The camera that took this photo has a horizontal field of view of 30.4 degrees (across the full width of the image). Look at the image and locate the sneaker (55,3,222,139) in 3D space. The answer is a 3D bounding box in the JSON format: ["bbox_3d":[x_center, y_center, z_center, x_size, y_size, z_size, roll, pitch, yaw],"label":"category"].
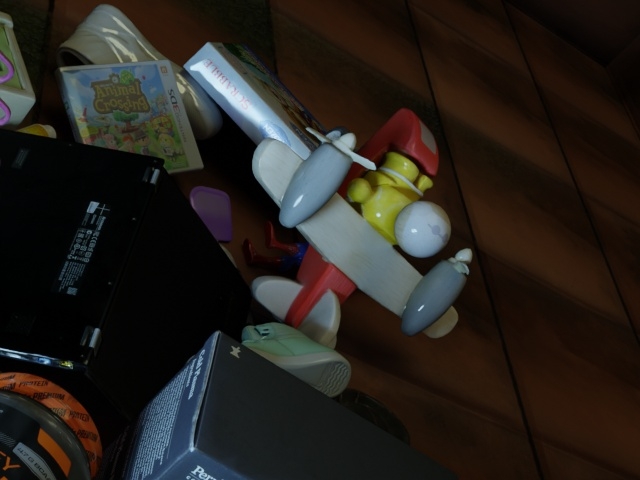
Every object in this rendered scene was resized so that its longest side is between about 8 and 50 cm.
[{"bbox_3d":[-0.309,-0.242,1.958,0.292,0.108,0.169,42,44,-10],"label":"sneaker"}]

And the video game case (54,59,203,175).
[{"bbox_3d":[-0.299,-0.189,1.857,0.212,0.023,0.193,-13,82,-43],"label":"video game case"}]

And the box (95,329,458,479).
[{"bbox_3d":[-0.075,0.323,1.291,0.343,0.312,0.179,33,32,-18],"label":"box"}]

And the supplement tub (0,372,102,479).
[{"bbox_3d":[-0.352,0.280,1.116,0.207,0.207,0.338,41,29,-5],"label":"supplement tub"}]

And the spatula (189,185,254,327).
[{"bbox_3d":[-0.148,0.033,1.852,0.084,0.030,0.296,15,41,-39],"label":"spatula"}]

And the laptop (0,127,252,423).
[{"bbox_3d":[-0.310,0.085,1.553,0.408,0.236,0.382,11,43,0],"label":"laptop"}]

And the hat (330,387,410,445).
[{"bbox_3d":[0.050,0.305,1.647,0.331,0.134,0.331,31,31,-22],"label":"hat"}]

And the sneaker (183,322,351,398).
[{"bbox_3d":[-0.101,0.170,1.612,0.256,0.094,0.151,4,15,-37],"label":"sneaker"}]

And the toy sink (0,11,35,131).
[{"bbox_3d":[-0.521,-0.259,1.671,0.153,0.131,0.234,13,41,-43],"label":"toy sink"}]

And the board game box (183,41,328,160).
[{"bbox_3d":[-0.080,-0.220,2.115,0.318,0.066,0.318,47,12,-2],"label":"board game box"}]

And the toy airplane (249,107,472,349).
[{"bbox_3d":[0.074,0.001,1.815,0.386,0.272,0.384,-15,101,-44],"label":"toy airplane"}]

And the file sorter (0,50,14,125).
[{"bbox_3d":[-0.474,-0.111,1.323,0.202,0.182,0.290,53,33,-57],"label":"file sorter"}]

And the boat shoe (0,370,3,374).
[{"bbox_3d":[-0.376,0.188,1.341,0.223,0.080,0.073,48,24,-3],"label":"boat shoe"}]

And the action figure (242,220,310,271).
[{"bbox_3d":[0.000,0.000,2.006,0.280,0.091,0.139,18,51,-37],"label":"action figure"}]

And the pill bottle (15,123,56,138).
[{"bbox_3d":[-0.426,-0.147,1.731,0.043,0.043,0.083,46,30,4],"label":"pill bottle"}]
